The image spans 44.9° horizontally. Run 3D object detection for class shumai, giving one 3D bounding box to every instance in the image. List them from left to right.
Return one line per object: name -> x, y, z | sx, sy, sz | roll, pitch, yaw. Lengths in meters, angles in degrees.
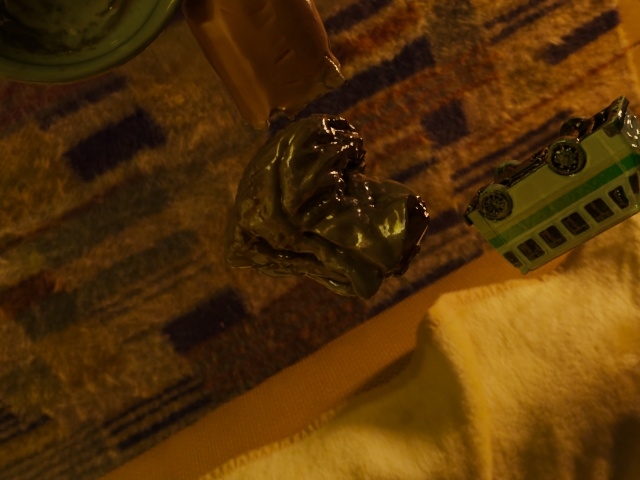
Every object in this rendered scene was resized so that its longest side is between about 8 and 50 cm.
shumai -> -0.002, -0.001, 0.816 | 0.183, 0.185, 0.218 | 1, 139, -47

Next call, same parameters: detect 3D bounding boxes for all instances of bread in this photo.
bread -> -0.064, -0.216, 0.820 | 0.134, 0.085, 0.173 | -24, 117, 19

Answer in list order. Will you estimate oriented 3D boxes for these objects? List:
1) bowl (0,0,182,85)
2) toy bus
bowl -> -0.274, -0.290, 0.789 | 0.289, 0.146, 0.289 | 0, 91, -12
toy bus -> 0.370, -0.076, 1.164 | 0.276, 0.133, 0.165 | -35, 97, 37
